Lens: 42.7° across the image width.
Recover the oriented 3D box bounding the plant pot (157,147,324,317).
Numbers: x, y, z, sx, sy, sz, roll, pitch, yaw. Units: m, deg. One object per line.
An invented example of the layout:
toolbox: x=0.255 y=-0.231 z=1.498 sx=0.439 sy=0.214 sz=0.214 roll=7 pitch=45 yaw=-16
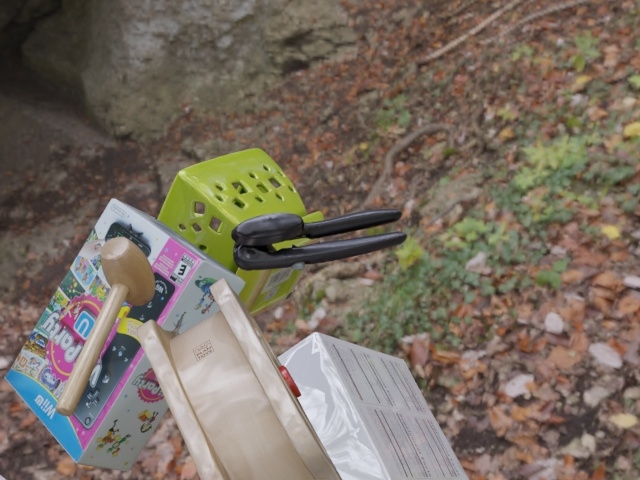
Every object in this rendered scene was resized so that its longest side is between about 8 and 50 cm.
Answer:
plant pot: x=-0.138 y=0.003 z=1.401 sx=0.207 sy=0.227 sz=0.228 roll=40 pitch=34 yaw=17

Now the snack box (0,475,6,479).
snack box: x=-0.221 y=0.133 z=0.449 sx=0.064 sy=0.178 sz=0.022 roll=-31 pitch=28 yaw=20

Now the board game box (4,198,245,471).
board game box: x=-0.275 y=0.125 z=1.129 sx=0.224 sy=0.303 sz=0.097 roll=30 pitch=0 yaw=39

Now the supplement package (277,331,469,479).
supplement package: x=0.020 y=0.263 z=1.014 sx=0.263 sy=0.199 sz=0.198 roll=28 pitch=30 yaw=-58

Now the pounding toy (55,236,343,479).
pounding toy: x=-0.098 y=0.131 z=0.636 sx=0.155 sy=0.154 sz=0.269 roll=-30 pitch=55 yaw=-5

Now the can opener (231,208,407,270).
can opener: x=0.000 y=0.000 z=0.844 sx=0.186 sy=0.059 sz=0.073 roll=-3 pitch=-2 yaw=-14
